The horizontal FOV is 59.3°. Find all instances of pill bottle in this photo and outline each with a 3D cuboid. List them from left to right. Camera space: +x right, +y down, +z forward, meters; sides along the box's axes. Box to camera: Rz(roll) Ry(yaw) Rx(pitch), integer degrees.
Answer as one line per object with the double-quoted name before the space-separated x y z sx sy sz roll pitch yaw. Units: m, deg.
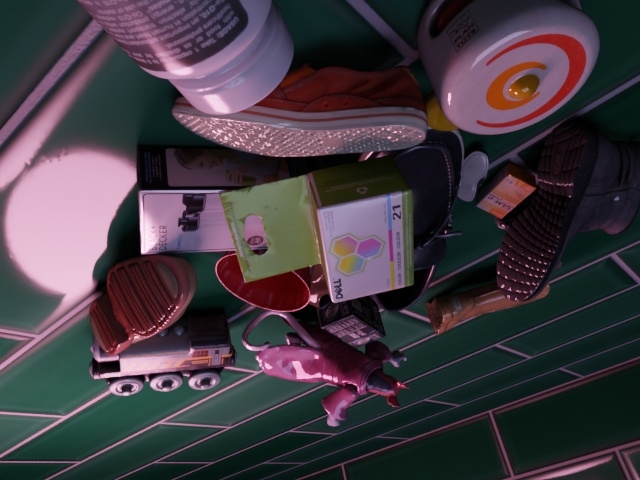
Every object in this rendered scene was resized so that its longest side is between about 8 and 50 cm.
"pill bottle" -0.143 -0.251 0.504 0.161 0.161 0.283 -21 148 13

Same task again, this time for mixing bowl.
"mixing bowl" -0.092 0.042 1.039 0.182 0.098 0.181 12 145 9

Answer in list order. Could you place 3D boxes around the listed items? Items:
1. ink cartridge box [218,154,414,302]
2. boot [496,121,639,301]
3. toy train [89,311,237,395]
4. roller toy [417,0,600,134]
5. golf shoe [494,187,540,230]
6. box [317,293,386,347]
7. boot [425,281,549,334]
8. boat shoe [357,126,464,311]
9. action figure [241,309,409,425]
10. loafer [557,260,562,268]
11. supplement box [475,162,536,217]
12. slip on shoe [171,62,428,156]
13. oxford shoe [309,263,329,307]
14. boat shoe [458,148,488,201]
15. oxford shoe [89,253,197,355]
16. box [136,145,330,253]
"ink cartridge box" 0.000 0.000 0.828 0.256 0.097 0.188 -13 131 -4
"boot" 0.471 -0.031 1.013 0.223 0.118 0.337 10 110 -30
"toy train" -0.355 0.254 1.294 0.334 0.142 0.190 -1 135 -17
"roller toy" 0.224 -0.230 0.690 0.210 0.146 0.191 -13 149 0
"golf shoe" 0.449 -0.067 1.130 0.198 0.077 0.094 -13 161 13
"box" 0.060 0.136 1.231 0.078 0.147 0.180 -25 148 18
"boot" 0.420 0.162 1.444 0.270 0.089 0.236 -15 167 -3
"boat shoe" 0.154 -0.027 0.996 0.187 0.155 0.500 -7 148 -6
"action figure" 0.046 0.276 1.327 0.370 0.248 0.275 13 143 38
"loafer" 0.484 0.021 1.264 0.102 0.091 0.268 -13 167 14
"supplement box" 0.346 -0.092 1.053 0.062 0.036 0.098 24 138 -12
"slip on shoe" -0.028 -0.174 0.733 0.332 0.101 0.123 0 167 9
"oxford shoe" 0.025 0.045 1.091 0.083 0.096 0.227 -44 165 -48
"boat shoe" 0.274 -0.121 0.996 0.046 0.038 0.125 24 149 20
"oxford shoe" -0.311 0.101 1.050 0.147 0.140 0.397 -23 177 -41
"box" -0.139 -0.061 0.889 0.290 0.087 0.169 -1 147 -19
